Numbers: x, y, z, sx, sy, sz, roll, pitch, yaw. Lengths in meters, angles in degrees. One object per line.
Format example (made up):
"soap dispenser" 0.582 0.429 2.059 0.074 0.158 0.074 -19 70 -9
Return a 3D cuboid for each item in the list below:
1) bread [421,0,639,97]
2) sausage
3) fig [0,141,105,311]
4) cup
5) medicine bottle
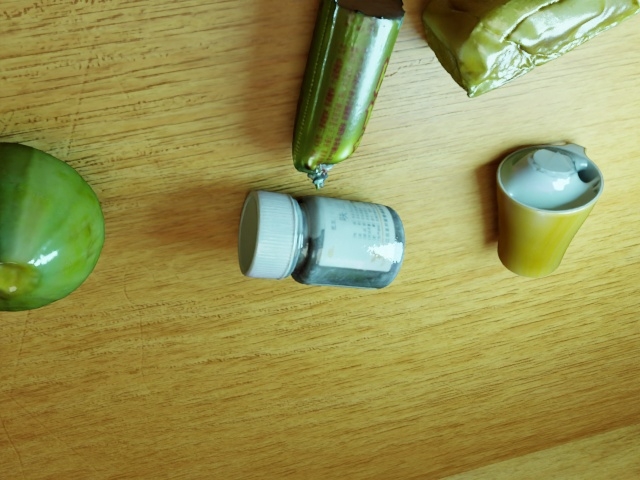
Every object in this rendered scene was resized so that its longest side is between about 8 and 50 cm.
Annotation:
"bread" 0.303 -0.332 0.700 0.294 0.167 0.132 -26 132 7
"sausage" 0.024 -0.209 0.750 0.117 0.125 0.317 27 127 14
"fig" -0.428 -0.010 0.687 0.239 0.271 0.239 -9 113 -21
"cup" 0.450 -0.065 0.999 0.226 0.182 0.264 -42 145 -22
"medicine bottle" 0.000 0.000 0.899 0.273 0.165 0.165 7 127 -22
